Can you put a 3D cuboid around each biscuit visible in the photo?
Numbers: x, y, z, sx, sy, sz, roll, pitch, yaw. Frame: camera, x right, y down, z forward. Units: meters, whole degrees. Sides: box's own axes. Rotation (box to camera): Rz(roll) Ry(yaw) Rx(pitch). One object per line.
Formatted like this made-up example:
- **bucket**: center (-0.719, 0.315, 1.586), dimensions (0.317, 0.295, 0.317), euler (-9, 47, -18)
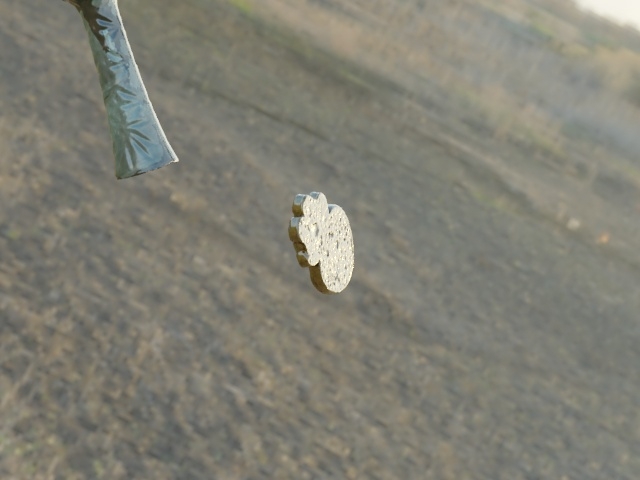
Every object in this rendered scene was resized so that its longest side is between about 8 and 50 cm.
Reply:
- **biscuit**: center (0.000, 0.000, 1.935), dimensions (0.026, 0.124, 0.175), euler (-2, -28, 26)

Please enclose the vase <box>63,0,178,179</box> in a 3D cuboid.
- **vase**: center (-0.174, -0.140, 1.259), dimensions (0.059, 0.167, 0.059), euler (-15, 8, 2)
